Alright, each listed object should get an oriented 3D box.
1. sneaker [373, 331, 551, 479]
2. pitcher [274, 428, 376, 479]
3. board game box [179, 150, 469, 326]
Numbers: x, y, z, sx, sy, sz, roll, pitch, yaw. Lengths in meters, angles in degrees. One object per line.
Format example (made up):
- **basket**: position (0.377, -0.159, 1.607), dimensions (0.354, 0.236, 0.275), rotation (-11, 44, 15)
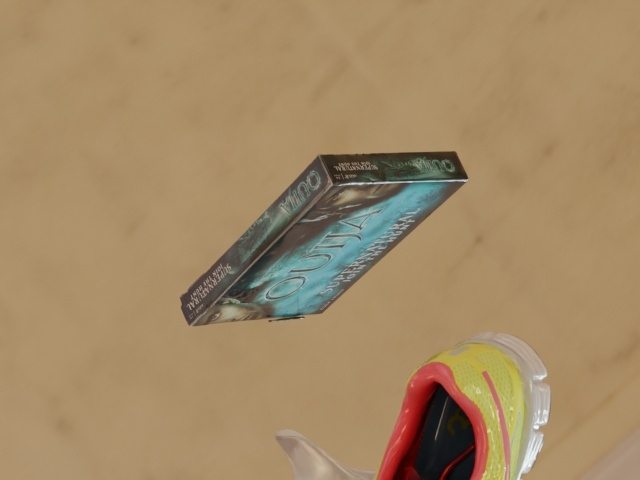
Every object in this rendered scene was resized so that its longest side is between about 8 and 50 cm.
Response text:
- **sneaker**: position (0.055, 0.148, 0.976), dimensions (0.081, 0.094, 0.209), rotation (5, -90, 29)
- **pitcher**: position (0.024, 0.261, 1.452), dimensions (0.177, 0.125, 0.207), rotation (15, -92, -3)
- **board game box**: position (0.000, 0.000, 1.356), dimensions (0.186, 0.126, 0.026), rotation (-45, -120, 42)
